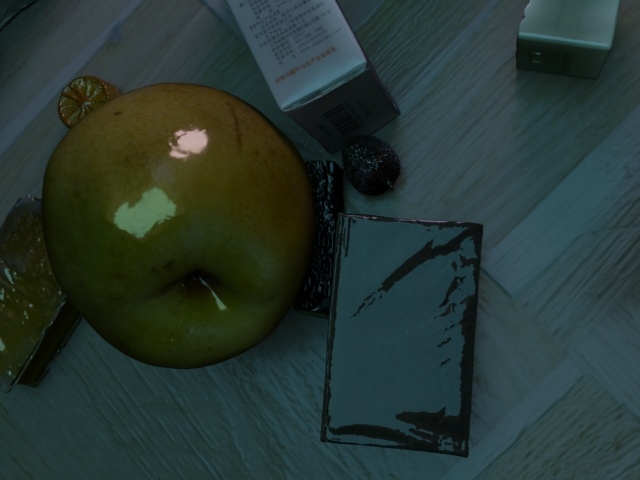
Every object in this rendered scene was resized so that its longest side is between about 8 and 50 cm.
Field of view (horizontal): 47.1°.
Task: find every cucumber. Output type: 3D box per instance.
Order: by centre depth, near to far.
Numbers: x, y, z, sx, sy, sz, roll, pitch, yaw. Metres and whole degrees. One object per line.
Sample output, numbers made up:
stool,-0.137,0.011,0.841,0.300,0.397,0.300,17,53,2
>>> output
cucumber,0.001,0.000,0.880,0.058,0.058,0.187,1,85,13

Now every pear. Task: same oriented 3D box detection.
pear,-0.150,-0.018,0.795,0.314,0.314,0.314,-2,83,13

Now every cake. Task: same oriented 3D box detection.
cake,-0.306,-0.177,0.978,0.084,0.044,0.084,-2,82,12

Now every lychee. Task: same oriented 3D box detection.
lychee,0.059,-0.088,0.870,0.067,0.068,0.083,-41,74,26

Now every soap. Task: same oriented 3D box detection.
soap,-0.376,0.065,0.951,0.135,0.076,0.233,33,90,13

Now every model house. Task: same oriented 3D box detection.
model house,0.278,-0.268,0.811,0.100,0.127,0.149,14,90,14

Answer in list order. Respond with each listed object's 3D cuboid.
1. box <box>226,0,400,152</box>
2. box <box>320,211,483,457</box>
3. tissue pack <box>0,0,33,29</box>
box,-0.034,-0.267,0.845,0.106,0.200,0.299,-29,78,10
box,0.086,0.098,0.796,0.148,0.155,0.231,5,83,6
tissue pack,-0.562,-0.504,0.932,0.205,0.332,0.405,-40,77,10
